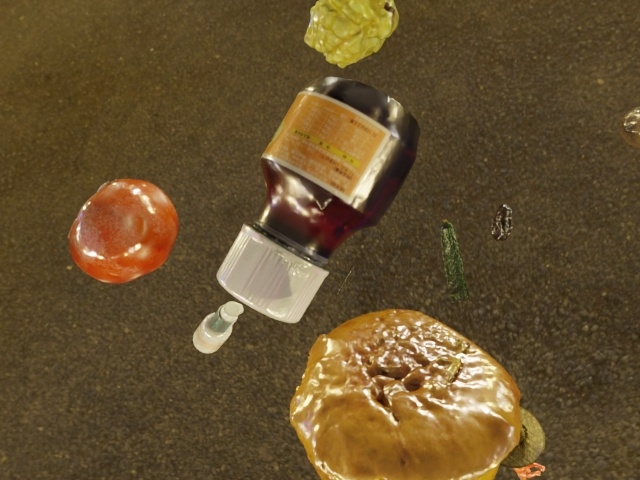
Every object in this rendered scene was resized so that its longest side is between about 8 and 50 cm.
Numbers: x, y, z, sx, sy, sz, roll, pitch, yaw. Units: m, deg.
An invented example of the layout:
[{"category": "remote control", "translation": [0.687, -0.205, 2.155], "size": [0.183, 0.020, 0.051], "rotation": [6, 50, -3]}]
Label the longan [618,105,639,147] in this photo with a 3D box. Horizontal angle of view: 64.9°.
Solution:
[{"category": "longan", "translation": [0.694, -0.241, 1.075], "size": [0.114, 0.092, 0.113], "rotation": [-2, 28, 1]}]

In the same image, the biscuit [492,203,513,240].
[{"category": "biscuit", "translation": [0.419, -0.041, 1.156], "size": [0.027, 0.089, 0.087], "rotation": [12, 100, 1]}]

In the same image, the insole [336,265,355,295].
[{"category": "insole", "translation": [0.072, 0.118, 1.447], "size": [0.002, 0.152, 0.053], "rotation": [33, 57, 7]}]

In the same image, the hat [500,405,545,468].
[{"category": "hat", "translation": [0.445, 0.448, 1.179], "size": [0.146, 0.067, 0.145], "rotation": [-1, 86, 21]}]

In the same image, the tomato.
[{"category": "tomato", "translation": [-0.405, -0.013, 1.055], "size": [0.189, 0.232, 0.231], "rotation": [32, 72, -8]}]

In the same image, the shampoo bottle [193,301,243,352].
[{"category": "shampoo bottle", "translation": [-0.245, 0.205, 1.204], "size": [0.074, 0.192, 0.073], "rotation": [18, 50, -22]}]

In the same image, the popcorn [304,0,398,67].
[{"category": "popcorn", "translation": [0.082, -0.583, 1.361], "size": [0.255, 0.256, 0.194], "rotation": [-29, 78, 17]}]

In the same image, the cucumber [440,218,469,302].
[{"category": "cucumber", "translation": [0.455, 0.068, 1.731], "size": [0.068, 0.067, 0.293], "rotation": [-11, 95, 10]}]

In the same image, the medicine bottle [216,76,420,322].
[{"category": "medicine bottle", "translation": [-0.013, -0.060, 0.861], "size": [0.243, 0.242, 0.394], "rotation": [28, 85, 26]}]

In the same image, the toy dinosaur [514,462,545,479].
[{"category": "toy dinosaur", "translation": [0.633, 0.702, 1.550], "size": [0.102, 0.279, 0.055], "rotation": [-21, 28, 45]}]

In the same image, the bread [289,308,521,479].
[{"category": "bread", "translation": [0.092, 0.202, 0.591], "size": [0.269, 0.145, 0.268], "rotation": [-7, 30, 4]}]
